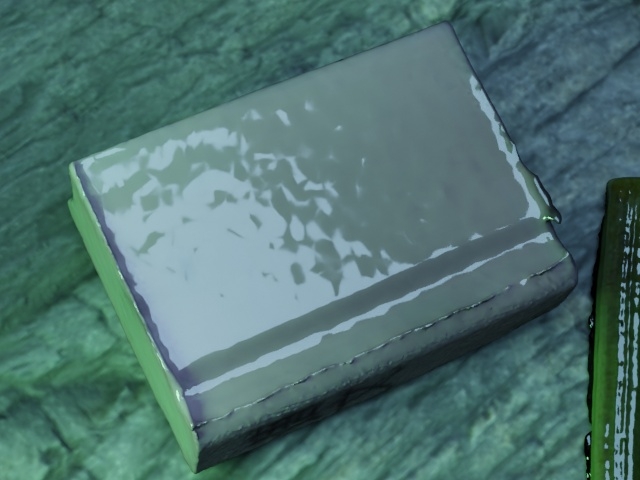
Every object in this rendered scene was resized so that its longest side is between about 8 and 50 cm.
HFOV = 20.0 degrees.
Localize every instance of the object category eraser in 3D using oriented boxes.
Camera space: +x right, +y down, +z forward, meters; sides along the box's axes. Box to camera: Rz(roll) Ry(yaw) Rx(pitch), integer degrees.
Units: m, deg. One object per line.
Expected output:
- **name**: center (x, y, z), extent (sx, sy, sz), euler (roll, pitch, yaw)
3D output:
- **eraser**: center (0.000, 0.000, 1.548), extent (0.359, 0.122, 0.272), euler (-23, 73, -15)

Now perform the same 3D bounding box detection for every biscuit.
- **biscuit**: center (0.284, 0.096, 1.589), extent (0.099, 0.038, 0.322), euler (9, 70, -7)
